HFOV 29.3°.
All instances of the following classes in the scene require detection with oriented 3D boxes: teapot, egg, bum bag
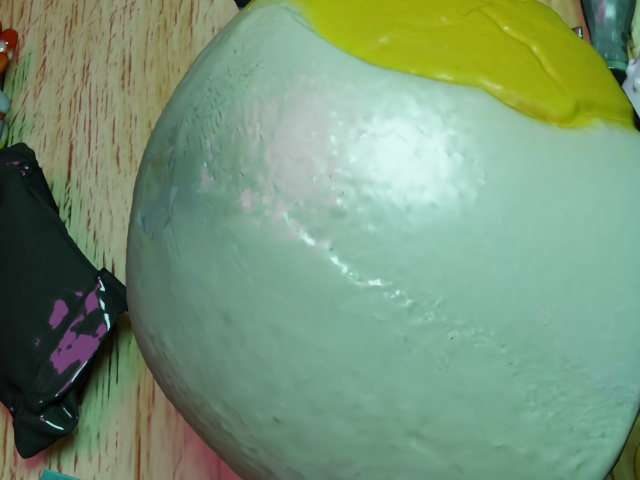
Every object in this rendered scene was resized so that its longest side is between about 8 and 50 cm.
[{"bbox_3d":[0.178,-0.139,0.758,0.042,0.043,0.111,-12,59,34],"label":"teapot"},{"bbox_3d":[0.000,0.000,0.638,0.337,0.201,0.337,-28,56,50],"label":"egg"},{"bbox_3d":[-0.227,0.027,0.955,0.142,0.079,0.326,-49,46,12],"label":"bum bag"}]

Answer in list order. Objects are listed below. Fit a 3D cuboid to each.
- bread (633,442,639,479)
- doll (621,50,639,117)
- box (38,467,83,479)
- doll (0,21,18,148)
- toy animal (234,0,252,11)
[{"bbox_3d":[0.192,0.085,0.557,0.083,0.094,0.157,22,85,41],"label":"bread"},{"bbox_3d":[0.181,-0.065,0.674,0.207,0.081,0.129,-35,30,19],"label":"doll"},{"bbox_3d":[-0.160,0.266,0.756,0.160,0.042,0.226,5,66,40],"label":"box"},{"bbox_3d":[-0.340,-0.128,1.153,0.142,0.076,0.245,-36,41,16],"label":"doll"},{"bbox_3d":[0.030,-0.209,0.889,0.225,0.094,0.121,-12,65,23],"label":"toy animal"}]
